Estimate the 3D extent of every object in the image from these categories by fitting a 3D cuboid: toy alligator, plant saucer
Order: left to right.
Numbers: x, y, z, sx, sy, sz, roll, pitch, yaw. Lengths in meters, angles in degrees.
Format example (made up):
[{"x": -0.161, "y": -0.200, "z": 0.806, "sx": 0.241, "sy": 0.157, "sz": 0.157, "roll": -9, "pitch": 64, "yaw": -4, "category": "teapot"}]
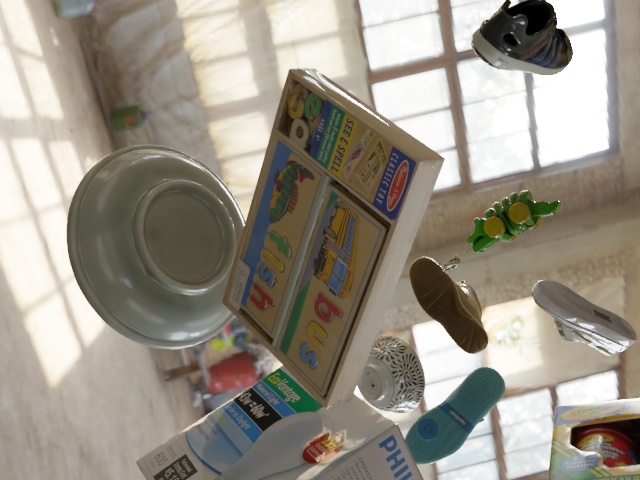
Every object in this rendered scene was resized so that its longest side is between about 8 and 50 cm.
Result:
[{"x": -0.272, "y": -0.001, "z": 1.676, "sx": 0.100, "sy": 0.400, "sz": 0.400, "roll": -20, "pitch": -99, "yaw": 47, "category": "plant saucer"}, {"x": 0.238, "y": -0.022, "z": 1.231, "sx": 0.056, "sy": 0.189, "sz": 0.051, "roll": 13, "pitch": 51, "yaw": -56, "category": "toy alligator"}]

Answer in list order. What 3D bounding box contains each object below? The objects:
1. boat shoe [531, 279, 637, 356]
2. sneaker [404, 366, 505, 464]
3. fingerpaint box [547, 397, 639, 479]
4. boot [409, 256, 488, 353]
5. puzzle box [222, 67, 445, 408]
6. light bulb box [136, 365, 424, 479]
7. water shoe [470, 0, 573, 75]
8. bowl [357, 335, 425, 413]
[{"x": 0.516, "y": 0.167, "z": 1.791, "sx": 0.084, "sy": 0.258, "sz": 0.095, "roll": -52, "pitch": -161, "yaw": 31, "category": "boat shoe"}, {"x": 0.341, "y": 0.469, "z": 2.304, "sx": 0.127, "sy": 0.319, "sz": 0.208, "roll": 49, "pitch": -10, "yaw": 16, "category": "sneaker"}, {"x": 0.636, "y": 0.403, "z": 1.556, "sx": 0.371, "sy": 0.445, "sz": 0.163, "roll": -34, "pitch": 113, "yaw": -69, "category": "fingerpaint box"}, {"x": 0.304, "y": 0.128, "z": 2.125, "sx": 0.262, "sy": 0.095, "sz": 0.203, "roll": 50, "pitch": 16, "yaw": -7, "category": "boot"}, {"x": 0.000, "y": 0.000, "z": 1.256, "sx": 0.272, "sy": 0.052, "sz": 0.409, "roll": 40, "pitch": -55, "yaw": 35, "category": "puzzle box"}, {"x": -0.060, "y": 0.417, "z": 1.483, "sx": 0.358, "sy": 0.361, "sz": 0.225, "roll": 25, "pitch": -37, "yaw": 61, "category": "light bulb box"}, {"x": 0.267, "y": -0.249, "z": 1.084, "sx": 0.073, "sy": 0.203, "sz": 0.080, "roll": 53, "pitch": -50, "yaw": 18, "category": "water shoe"}, {"x": 0.129, "y": 0.289, "z": 1.865, "sx": 0.170, "sy": 0.080, "sz": 0.170, "roll": 10, "pitch": -76, "yaw": 42, "category": "bowl"}]
